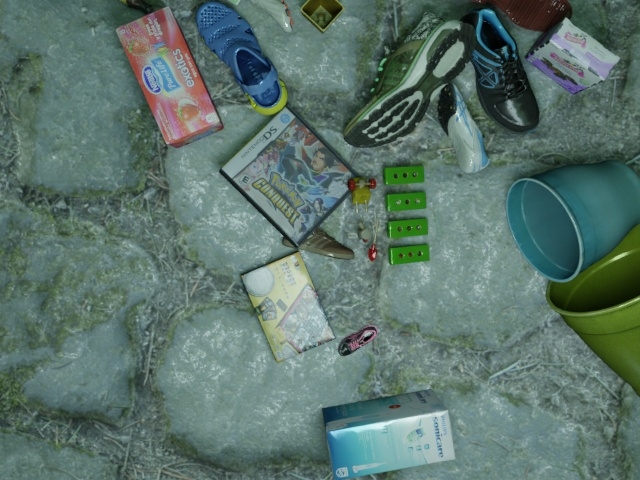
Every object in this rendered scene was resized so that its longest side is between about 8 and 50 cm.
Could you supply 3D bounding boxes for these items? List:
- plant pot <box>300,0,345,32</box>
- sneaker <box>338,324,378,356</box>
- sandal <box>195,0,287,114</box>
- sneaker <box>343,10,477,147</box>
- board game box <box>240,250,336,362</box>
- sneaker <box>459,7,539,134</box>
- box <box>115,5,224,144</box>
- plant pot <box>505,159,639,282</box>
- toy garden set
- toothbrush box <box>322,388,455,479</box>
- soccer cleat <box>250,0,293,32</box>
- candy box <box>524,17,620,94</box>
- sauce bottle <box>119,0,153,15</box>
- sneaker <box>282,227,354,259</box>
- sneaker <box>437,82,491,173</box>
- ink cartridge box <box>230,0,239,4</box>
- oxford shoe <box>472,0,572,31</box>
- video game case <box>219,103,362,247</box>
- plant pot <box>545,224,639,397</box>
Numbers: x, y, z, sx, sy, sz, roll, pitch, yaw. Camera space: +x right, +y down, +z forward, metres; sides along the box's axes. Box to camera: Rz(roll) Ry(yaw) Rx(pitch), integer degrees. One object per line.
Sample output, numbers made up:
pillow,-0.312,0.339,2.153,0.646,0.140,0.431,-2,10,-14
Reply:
plant pot,0.004,-0.569,1.855,0.081,0.083,0.081,42,90,-2
sneaker,0.096,0.258,1.896,0.119,0.057,0.047,-35,95,0
sandal,-0.192,-0.460,1.825,0.126,0.138,0.317,-39,91,1
sneaker,0.200,-0.406,1.862,0.410,0.158,0.182,-45,50,12
board game box,-0.082,0.169,1.893,0.165,0.042,0.243,-22,92,-1
sneaker,0.448,-0.419,1.849,0.125,0.139,0.341,-31,94,-4
box,-0.362,-0.391,1.813,0.142,0.154,0.300,-24,94,-1
plant pot,0.642,-0.070,1.820,0.255,0.271,0.272,-23,92,-17
toy garden set,0.169,-0.061,1.880,0.203,0.049,0.244,-5,95,-19
toothbrush box,0.161,0.473,1.825,0.295,0.216,0.126,-9,92,-1
soccer cleat,-0.132,-0.600,1.861,0.076,0.068,0.196,-28,85,4
candy box,0.615,-0.450,1.826,0.165,0.196,0.070,36,90,-2
sauce bottle,-0.481,-0.608,1.855,0.128,0.042,0.042,33,90,-1
sneaker,0.000,0.000,1.880,0.188,0.066,0.071,13,88,-4
sneaker,0.365,-0.287,1.887,0.086,0.085,0.237,-17,89,-28
ink cartridge box,-0.267,-0.712,1.853,0.235,0.056,0.171,30,90,-3
oxford shoe,0.478,-0.635,1.857,0.348,0.130,0.123,19,127,-21
video game case,-0.071,-0.163,1.857,0.275,0.035,0.248,45,74,-3
plant pot,0.802,0.194,1.800,0.366,0.366,0.353,-36,104,-1
